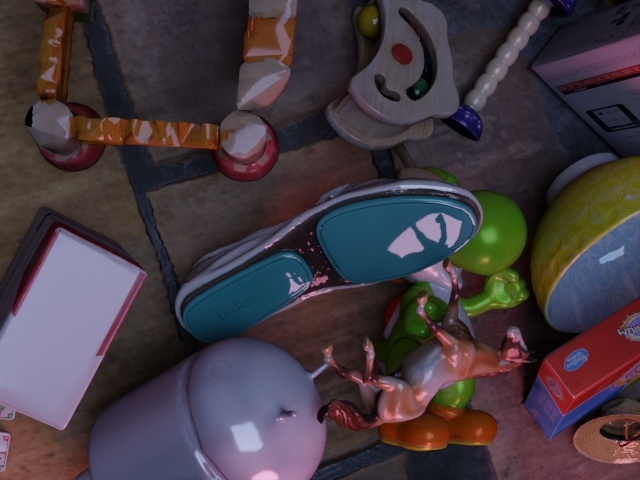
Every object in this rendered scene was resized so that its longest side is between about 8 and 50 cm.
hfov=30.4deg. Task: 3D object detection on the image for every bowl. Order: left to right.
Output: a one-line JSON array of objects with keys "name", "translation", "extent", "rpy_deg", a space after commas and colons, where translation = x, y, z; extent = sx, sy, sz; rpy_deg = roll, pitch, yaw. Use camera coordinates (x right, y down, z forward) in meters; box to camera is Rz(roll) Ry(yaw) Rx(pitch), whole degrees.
[{"name": "bowl", "translation": [0.387, -0.023, 1.569], "extent": [0.289, 0.289, 0.156], "rpy_deg": [-21, 57, -11]}]

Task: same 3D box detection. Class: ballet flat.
[{"name": "ballet flat", "translation": [0.000, 0.000, 1.457], "extent": [0.400, 0.139, 0.139], "rpy_deg": [-23, 101, 12]}]

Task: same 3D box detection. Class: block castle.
[{"name": "block castle", "translation": [-0.179, -0.304, 1.397], "extent": [0.303, 0.213, 0.453], "rpy_deg": [3, 88, -2]}]

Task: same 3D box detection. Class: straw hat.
[{"name": "straw hat", "translation": [0.430, 0.258, 1.669], "extent": [0.144, 0.144, 0.061], "rpy_deg": [20, 50, -15]}]

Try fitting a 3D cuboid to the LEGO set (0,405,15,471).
[{"name": "LEGO set", "translation": [-0.512, 0.248, 1.457], "extent": [0.244, 0.060, 0.182], "rpy_deg": [9, 90, -23]}]

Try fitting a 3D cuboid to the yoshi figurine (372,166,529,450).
[{"name": "yoshi figurine", "translation": [0.179, 0.084, 1.515], "extent": [0.203, 0.203, 0.362], "rpy_deg": [2, 86, -5]}]

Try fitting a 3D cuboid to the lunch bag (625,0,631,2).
[{"name": "lunch bag", "translation": [0.565, -0.366, 1.550], "extent": [0.303, 0.243, 0.115], "rpy_deg": [-26, 101, -9]}]

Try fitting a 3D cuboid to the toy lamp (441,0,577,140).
[{"name": "toy lamp", "translation": [0.261, -0.262, 1.573], "extent": [0.080, 0.080, 0.274], "rpy_deg": [35, 89, -14]}]

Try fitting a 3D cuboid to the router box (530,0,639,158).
[{"name": "router box", "translation": [0.471, -0.175, 1.497], "extent": [0.301, 0.335, 0.082], "rpy_deg": [41, 76, -15]}]

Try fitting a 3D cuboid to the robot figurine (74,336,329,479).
[{"name": "robot figurine", "translation": [-0.136, 0.241, 1.412], "extent": [0.353, 0.300, 0.200], "rpy_deg": [-31, 112, 31]}]

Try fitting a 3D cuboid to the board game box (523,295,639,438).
[{"name": "board game box", "translation": [0.429, 0.131, 1.570], "extent": [0.316, 0.242, 0.064], "rpy_deg": [-31, 70, -8]}]

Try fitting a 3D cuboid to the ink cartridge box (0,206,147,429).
[{"name": "ink cartridge box", "translation": [-0.311, 0.079, 1.365], "extent": [0.114, 0.273, 0.197], "rpy_deg": [28, 88, -18]}]

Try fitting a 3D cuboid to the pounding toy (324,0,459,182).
[{"name": "pounding toy", "translation": [0.071, -0.180, 1.499], "extent": [0.154, 0.155, 0.269], "rpy_deg": [8, 62, -25]}]

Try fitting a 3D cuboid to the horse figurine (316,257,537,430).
[{"name": "horse figurine", "translation": [0.109, 0.143, 1.371], "extent": [0.263, 0.066, 0.174], "rpy_deg": [-36, 124, -8]}]
